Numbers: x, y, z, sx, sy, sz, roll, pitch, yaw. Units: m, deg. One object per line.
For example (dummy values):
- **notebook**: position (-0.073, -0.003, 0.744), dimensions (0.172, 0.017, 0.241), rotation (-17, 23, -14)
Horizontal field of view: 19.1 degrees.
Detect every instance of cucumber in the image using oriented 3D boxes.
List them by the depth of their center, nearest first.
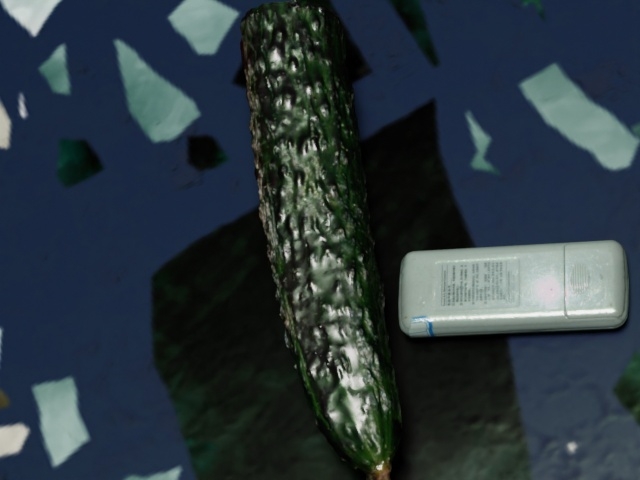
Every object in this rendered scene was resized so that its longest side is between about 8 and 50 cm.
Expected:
- **cucumber**: position (0.000, 0.000, 1.039), dimensions (0.067, 0.067, 0.294), rotation (-12, 62, 8)

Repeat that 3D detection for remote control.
- **remote control**: position (0.103, 0.026, 1.025), dimensions (0.124, 0.018, 0.053), rotation (-4, 60, 12)
